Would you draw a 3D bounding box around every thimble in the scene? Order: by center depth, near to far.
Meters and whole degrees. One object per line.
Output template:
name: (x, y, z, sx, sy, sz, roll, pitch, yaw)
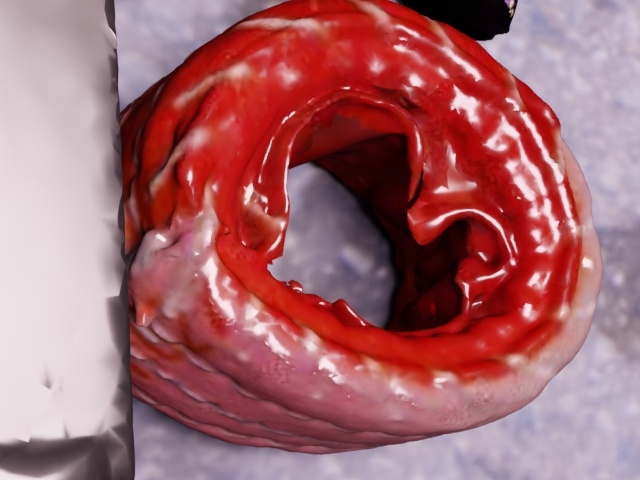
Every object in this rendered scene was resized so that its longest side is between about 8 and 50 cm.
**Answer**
thimble: (0.006, -0.002, 0.577, 0.190, 0.125, 0.163, 13, 73, -25)

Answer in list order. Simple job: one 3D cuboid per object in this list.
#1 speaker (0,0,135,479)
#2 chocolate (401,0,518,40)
speaker: (-0.190, -0.019, 0.446, 0.232, 0.184, 0.253, -2, 86, -27)
chocolate: (0.087, -0.160, 0.688, 0.072, 0.070, 0.147, 38, 56, -6)
